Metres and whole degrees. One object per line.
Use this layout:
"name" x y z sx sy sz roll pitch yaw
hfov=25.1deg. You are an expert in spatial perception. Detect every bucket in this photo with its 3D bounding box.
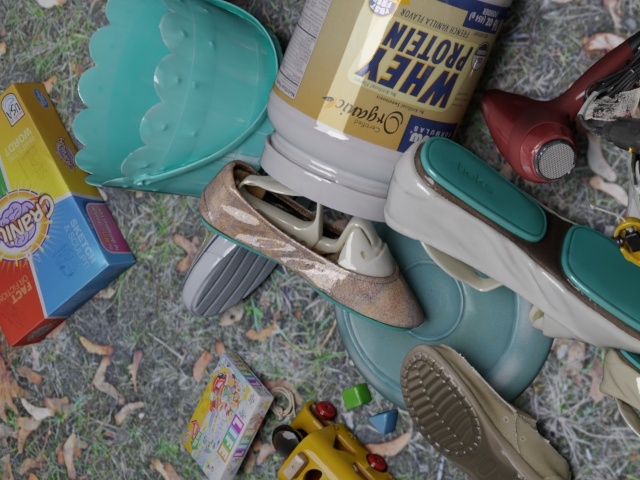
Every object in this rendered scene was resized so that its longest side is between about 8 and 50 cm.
"bucket" -0.181 -0.185 1.837 0.281 0.183 0.281 -29 56 53

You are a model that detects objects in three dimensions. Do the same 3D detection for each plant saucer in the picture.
"plant saucer" 0.142 0.073 1.799 0.317 0.043 0.318 3 96 33

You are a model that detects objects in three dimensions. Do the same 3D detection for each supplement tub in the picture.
"supplement tub" 0.071 -0.202 1.702 0.228 0.228 0.316 30 107 27

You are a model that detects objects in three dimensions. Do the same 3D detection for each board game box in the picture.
"board game box" -0.130 0.246 1.975 0.103 0.026 0.154 44 116 41
"board game box" -0.438 -0.038 2.137 0.242 0.064 0.317 -38 75 29

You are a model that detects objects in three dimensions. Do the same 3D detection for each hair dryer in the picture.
"hair dryer" 0.298 -0.152 1.639 0.293 0.224 0.080 -2 131 42

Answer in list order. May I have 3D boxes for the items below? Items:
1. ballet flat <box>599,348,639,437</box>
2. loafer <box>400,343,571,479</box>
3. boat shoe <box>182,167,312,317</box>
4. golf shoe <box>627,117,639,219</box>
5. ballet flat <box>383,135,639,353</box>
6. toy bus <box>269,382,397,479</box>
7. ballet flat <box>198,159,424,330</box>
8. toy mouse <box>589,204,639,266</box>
"ballet flat" 0.406 0.211 1.611 0.248 0.086 0.086 44 116 39
"loafer" 0.201 0.229 1.728 0.268 0.092 0.102 52 131 3
"boat shoe" -0.092 -0.032 1.913 0.302 0.109 0.094 -53 52 15
"golf shoe" 0.369 -0.059 1.619 0.069 0.086 0.176 0 96 30
"ballet flat" 0.244 0.029 1.637 0.400 0.139 0.139 33 114 -5
"toy bus" -0.004 0.290 1.872 0.202 0.104 0.191 -6 91 32
"ballet flat" 0.000 0.000 1.746 0.316 0.107 0.106 27 118 2
"toy mouse" 0.399 -0.015 1.580 0.143 0.031 0.161 -26 114 28
